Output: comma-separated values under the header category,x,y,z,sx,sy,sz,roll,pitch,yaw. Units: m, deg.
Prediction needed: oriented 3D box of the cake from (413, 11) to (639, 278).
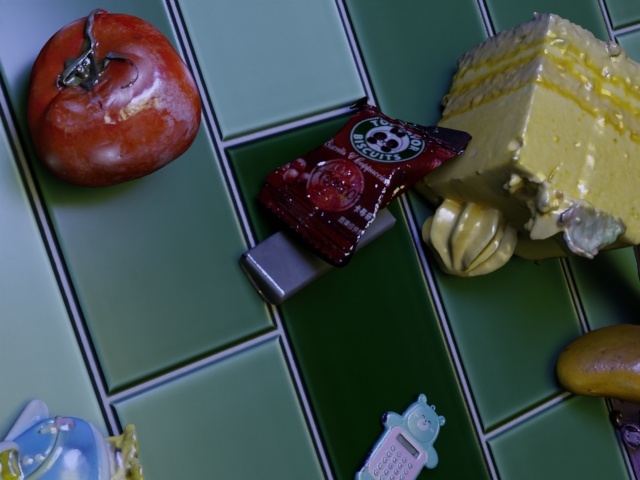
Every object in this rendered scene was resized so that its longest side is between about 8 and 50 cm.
category,x,y,z,sx,sy,sz,roll,pitch,yaw
cake,0.264,-0.087,1.332,0.222,0.227,0.286,25,69,-24

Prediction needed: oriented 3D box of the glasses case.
category,x,y,z,sx,sy,sz,roll,pitch,yaw
glasses case,-0.001,0.000,1.267,0.190,0.042,0.072,-33,85,-30

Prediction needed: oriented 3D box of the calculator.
category,x,y,z,sx,sy,sz,roll,pitch,yaw
calculator,0.099,0.251,1.304,0.094,0.019,0.141,45,64,-14

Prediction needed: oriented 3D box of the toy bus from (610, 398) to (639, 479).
category,x,y,z,sx,sy,sz,roll,pitch,yaw
toy bus,0.460,0.282,1.488,0.090,0.063,0.203,-23,96,-32

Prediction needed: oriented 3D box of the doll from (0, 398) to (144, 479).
category,x,y,z,sx,sy,sz,roll,pitch,yaw
doll,-0.288,0.221,1.035,0.241,0.099,0.135,5,85,-32

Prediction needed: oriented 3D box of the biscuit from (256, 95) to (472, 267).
category,x,y,z,sx,sy,sz,roll,pitch,yaw
biscuit,0.047,-0.082,1.258,0.151,0.063,0.235,35,58,27

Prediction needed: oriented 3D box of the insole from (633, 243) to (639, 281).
category,x,y,z,sx,sy,sz,roll,pitch,yaw
insole,0.439,0.052,1.448,0.328,0.007,0.111,62,36,-42

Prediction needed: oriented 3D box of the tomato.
category,x,y,z,sx,sy,sz,roll,pitch,yaw
tomato,-0.213,-0.138,1.107,0.187,0.151,0.187,-4,69,9

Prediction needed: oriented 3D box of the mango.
category,x,y,z,sx,sy,sz,roll,pitch,yaw
mango,0.400,0.160,1.426,0.115,0.178,0.090,-63,147,-47
